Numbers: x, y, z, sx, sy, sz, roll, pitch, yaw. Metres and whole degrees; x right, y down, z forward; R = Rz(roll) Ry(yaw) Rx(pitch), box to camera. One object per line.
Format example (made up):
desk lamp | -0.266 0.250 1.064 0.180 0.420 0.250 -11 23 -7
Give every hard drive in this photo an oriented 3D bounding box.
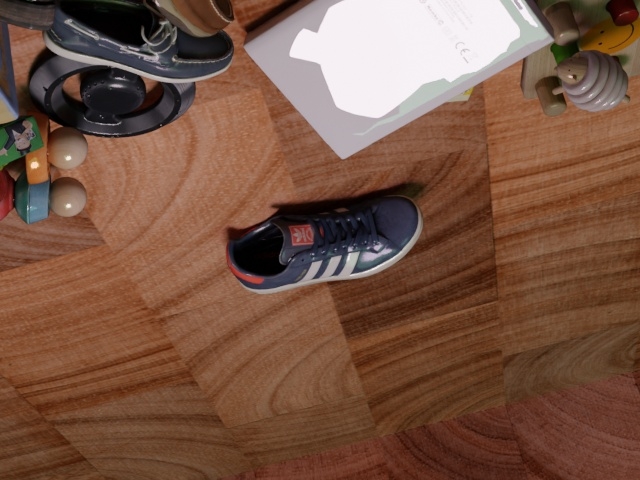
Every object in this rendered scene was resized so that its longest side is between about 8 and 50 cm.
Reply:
hard drive | 0.105 -0.276 1.845 0.353 0.047 0.233 -28 121 25

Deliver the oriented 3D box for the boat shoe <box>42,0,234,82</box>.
boat shoe | -0.227 -0.271 1.756 0.254 0.095 0.079 11 151 -18

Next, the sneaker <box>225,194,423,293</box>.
sneaker | 0.000 0.000 2.323 0.350 0.131 0.148 -20 156 13

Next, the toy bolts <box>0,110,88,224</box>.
toy bolts | -0.412 -0.059 1.931 0.158 0.218 0.228 2 168 -8

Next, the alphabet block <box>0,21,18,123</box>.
alphabet block | -0.487 -0.235 1.597 0.197 0.192 0.193 -15 151 4

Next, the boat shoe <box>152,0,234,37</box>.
boat shoe | -0.163 -0.350 1.558 0.120 0.122 0.324 -24 151 10

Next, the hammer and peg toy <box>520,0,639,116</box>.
hammer and peg toy | 0.421 -0.328 1.906 0.266 0.127 0.361 -12 153 -3

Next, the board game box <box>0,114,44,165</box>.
board game box | -0.521 -0.100 1.715 0.213 0.046 0.317 -31 -157 -35

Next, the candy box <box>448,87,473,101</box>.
candy box | 0.195 -0.271 2.019 0.105 0.027 0.206 -8 152 -16

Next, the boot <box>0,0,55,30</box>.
boot | -0.353 -0.362 1.421 0.263 0.091 0.229 19 107 -1

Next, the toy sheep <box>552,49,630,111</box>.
toy sheep | 0.376 -0.217 1.866 0.132 0.091 0.091 16 141 -33

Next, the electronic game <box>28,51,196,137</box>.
electronic game | -0.288 -0.210 1.886 0.229 0.048 0.229 -3 153 -2
